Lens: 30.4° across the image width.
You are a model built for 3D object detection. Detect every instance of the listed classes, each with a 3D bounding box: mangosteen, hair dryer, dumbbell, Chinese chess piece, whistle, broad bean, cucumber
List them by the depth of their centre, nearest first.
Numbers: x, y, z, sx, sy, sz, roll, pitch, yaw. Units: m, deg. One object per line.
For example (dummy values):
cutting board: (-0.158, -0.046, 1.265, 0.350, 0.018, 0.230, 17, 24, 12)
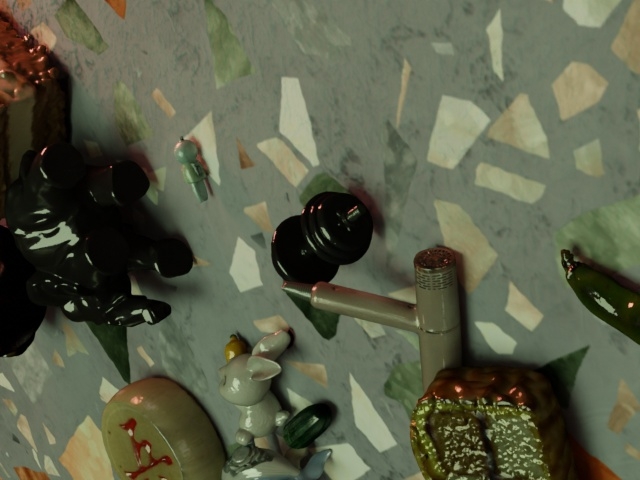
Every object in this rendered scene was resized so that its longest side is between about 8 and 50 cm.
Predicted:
broad bean: (0.342, 0.082, 1.183, 0.255, 0.046, 0.065, 28, 120, 37)
hair dryer: (0.062, 0.103, 1.444, 0.220, 0.053, 0.195, 0, 120, 15)
dumbbell: (0.000, 0.000, 1.480, 0.099, 0.099, 0.208, 57, 144, 3)
whistle: (-0.183, -0.102, 1.677, 0.035, 0.035, 0.100, 2, 117, 49)
cucumber: (-0.015, 0.269, 1.728, 0.048, 0.048, 0.105, 53, 142, 9)
Chinese chess piece: (-0.273, 0.358, 2.047, 0.250, 0.103, 0.249, 26, 131, 35)
mangosteen: (-0.631, 0.109, 2.182, 0.288, 0.233, 0.287, 15, 132, 17)

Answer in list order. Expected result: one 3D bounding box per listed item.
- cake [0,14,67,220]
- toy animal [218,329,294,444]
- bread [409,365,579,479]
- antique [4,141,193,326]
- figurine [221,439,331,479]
cake: (-0.579, -0.186, 1.876, 0.256, 0.290, 0.282, 42, 143, 24)
toy animal: (-0.093, 0.200, 1.757, 0.127, 0.131, 0.181, 2, 129, 13)
bread: (0.209, 0.258, 1.391, 0.182, 0.096, 0.222, -7, 110, 30)
antique: (-0.362, -0.005, 1.833, 0.255, 0.185, 0.322, -19, 105, 48)
figurine: (-0.067, 0.379, 1.798, 0.209, 0.128, 0.184, -19, 123, 41)
